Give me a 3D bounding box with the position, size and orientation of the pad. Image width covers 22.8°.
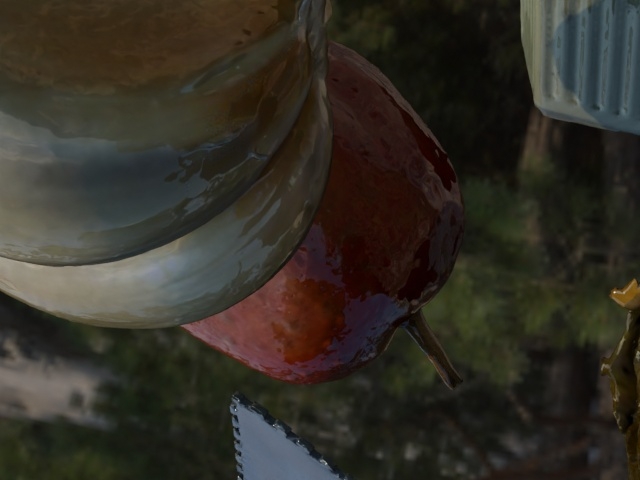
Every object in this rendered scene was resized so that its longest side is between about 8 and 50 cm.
[{"bbox_3d":[0.039,0.242,1.140,0.269,0.012,0.269,36,154,19],"label":"pad"}]

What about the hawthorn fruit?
[{"bbox_3d":[0.000,0.000,1.308,0.330,0.287,0.287,45,156,5],"label":"hawthorn fruit"}]

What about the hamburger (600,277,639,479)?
[{"bbox_3d":[0.289,0.114,1.004,0.158,0.318,0.318,0,158,-10],"label":"hamburger"}]

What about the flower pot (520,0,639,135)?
[{"bbox_3d":[0.298,-0.239,1.488,0.209,0.239,0.189,-4,131,3],"label":"flower pot"}]

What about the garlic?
[{"bbox_3d":[-0.139,-0.068,0.935,0.313,0.249,0.286,-10,176,-4],"label":"garlic"}]
